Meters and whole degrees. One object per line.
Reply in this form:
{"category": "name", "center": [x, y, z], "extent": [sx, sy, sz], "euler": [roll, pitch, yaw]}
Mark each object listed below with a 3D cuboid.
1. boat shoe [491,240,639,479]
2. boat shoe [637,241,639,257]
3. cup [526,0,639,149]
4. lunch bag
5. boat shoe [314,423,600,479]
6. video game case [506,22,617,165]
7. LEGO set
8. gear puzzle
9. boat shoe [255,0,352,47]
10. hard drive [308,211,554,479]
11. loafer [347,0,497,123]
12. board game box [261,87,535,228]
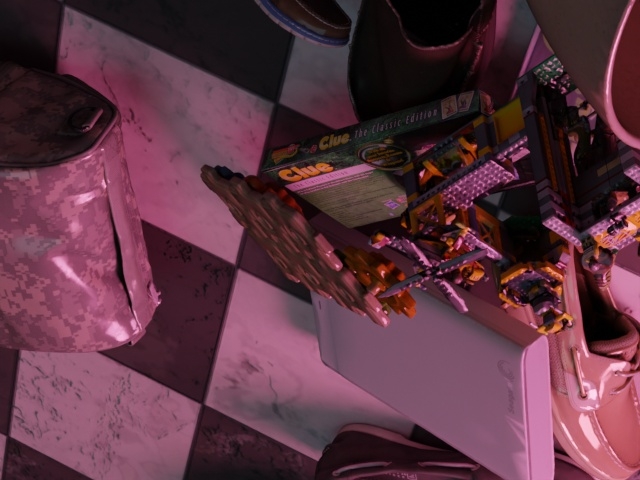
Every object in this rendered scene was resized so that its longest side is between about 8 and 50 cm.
{"category": "boat shoe", "center": [0.271, 0.114, 1.867], "extent": [0.098, 0.109, 0.302], "euler": [-8, 117, 38]}
{"category": "boat shoe", "center": [0.354, -0.022, 1.733], "extent": [0.048, 0.056, 0.153], "euler": [35, 127, -14]}
{"category": "cup", "center": [0.260, -0.268, 1.418], "extent": [0.237, 0.331, 0.331], "euler": [46, 144, 29]}
{"category": "lunch bag", "center": [-0.312, -0.029, 2.014], "extent": [0.256, 0.212, 0.305], "euler": [14, 134, 22]}
{"category": "boat shoe", "center": [0.148, 0.284, 2.095], "extent": [0.335, 0.095, 0.112], "euler": [6, 130, 27]}
{"category": "video game case", "center": [0.265, -0.136, 1.708], "extent": [0.173, 0.022, 0.190], "euler": [26, 136, 9]}
{"category": "LEGO set", "center": [0.224, -0.012, 1.621], "extent": [0.331, 0.192, 0.255], "euler": [-27, 136, 25]}
{"category": "gear puzzle", "center": [0.000, 0.000, 1.815], "extent": [0.175, 0.044, 0.339], "euler": [50, 168, -25]}
{"category": "boat shoe", "center": [-0.034, -0.252, 1.731], "extent": [0.183, 0.066, 0.066], "euler": [44, 123, 16]}
{"category": "hard drive", "center": [0.108, 0.114, 1.932], "extent": [0.307, 0.040, 0.203], "euler": [30, 142, 38]}
{"category": "loafer", "center": [0.087, -0.208, 1.669], "extent": [0.134, 0.130, 0.366], "euler": [25, 139, 10]}
{"category": "board game box", "center": [0.084, -0.073, 1.769], "extent": [0.260, 0.030, 0.136], "euler": [-13, 149, 39]}
